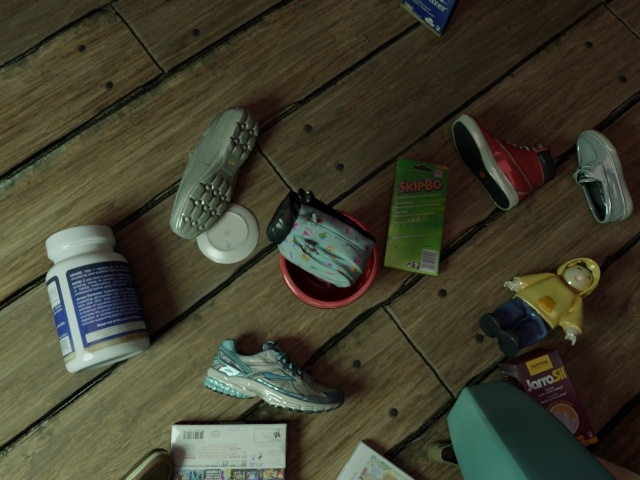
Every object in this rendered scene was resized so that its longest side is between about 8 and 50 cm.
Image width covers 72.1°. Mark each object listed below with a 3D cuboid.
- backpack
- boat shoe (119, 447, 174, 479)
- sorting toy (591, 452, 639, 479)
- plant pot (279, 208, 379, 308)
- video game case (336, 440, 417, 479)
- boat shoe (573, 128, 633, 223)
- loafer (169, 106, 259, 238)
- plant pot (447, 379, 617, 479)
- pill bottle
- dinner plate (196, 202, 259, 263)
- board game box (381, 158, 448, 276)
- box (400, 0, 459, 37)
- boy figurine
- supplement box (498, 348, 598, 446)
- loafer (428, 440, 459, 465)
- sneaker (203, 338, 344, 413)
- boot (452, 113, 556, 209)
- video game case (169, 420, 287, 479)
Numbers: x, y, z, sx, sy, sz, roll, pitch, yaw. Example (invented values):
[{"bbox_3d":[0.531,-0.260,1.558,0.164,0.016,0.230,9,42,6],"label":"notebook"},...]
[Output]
[{"bbox_3d":[0.000,0.000,0.762,0.182,0.152,0.115,29,84,-10],"label":"backpack"},{"bbox_3d":[-0.382,0.489,0.824,0.095,0.095,0.257,31,80,44],"label":"boat shoe"},{"bbox_3d":[0.563,0.561,0.842,0.257,0.089,0.256,22,88,1],"label":"sorting toy"},{"bbox_3d":[0.013,0.049,0.901,0.191,0.174,0.191,1,77,-2],"label":"plant pot"},{"bbox_3d":[0.119,0.555,0.870,0.227,0.026,0.206,34,78,5],"label":"video game case"},{"bbox_3d":[0.643,-0.148,1.022,0.081,0.079,0.228,-16,82,-10],"label":"boat shoe"},{"bbox_3d":[-0.246,-0.153,0.980,0.111,0.112,0.320,15,72,38],"label":"loafer"},{"bbox_3d":[0.351,0.387,0.804,0.165,0.166,0.234,-3,37,-22],"label":"plant pot"},{"bbox_3d":[-0.450,0.113,0.877,0.153,0.153,0.265,-19,79,-6],"label":"pill bottle"},{"bbox_3d":[-0.210,-0.018,0.988,0.141,0.017,0.141,0,79,-2],"label":"dinner plate"},{"bbox_3d":[0.219,-0.055,1.005,0.124,0.039,0.260,10,80,-1],"label":"board game box"},{"bbox_3d":[0.268,-0.598,1.029,0.136,0.225,0.036,43,79,7],"label":"box"},{"bbox_3d":[0.487,0.137,0.935,0.285,0.092,0.177,-29,57,-11],"label":"boy figurine"},{"bbox_3d":[0.464,0.330,0.907,0.104,0.081,0.188,-18,79,-6],"label":"supplement box"},{"bbox_3d":[0.296,0.434,0.892,0.147,0.050,0.056,-5,78,-4],"label":"loafer"},{"bbox_3d":[-0.085,0.268,0.884,0.282,0.110,0.122,13,74,0],"label":"sneaker"},{"bbox_3d":[0.434,-0.216,1.027,0.176,0.088,0.244,-34,89,-9],"label":"boot"},{"bbox_3d":[-0.181,0.470,0.867,0.232,0.042,0.210,0,77,-2],"label":"video game case"}]
